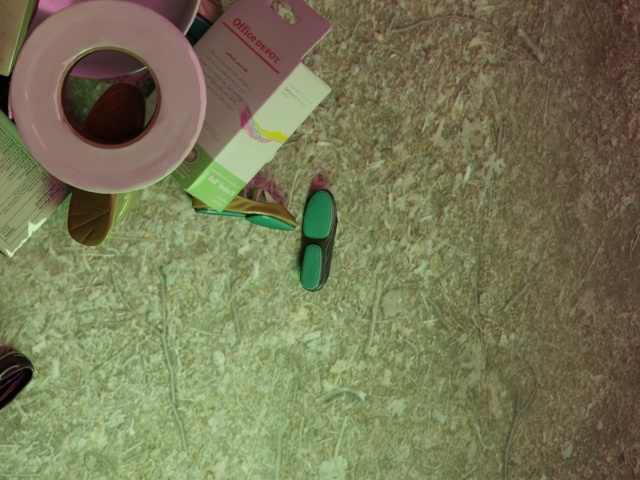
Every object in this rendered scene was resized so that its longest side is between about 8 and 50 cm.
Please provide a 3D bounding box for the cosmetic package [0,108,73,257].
[{"bbox_3d":[-0.546,-0.137,1.791,0.160,0.113,0.309,-49,127,-16],"label":"cosmetic package"}]

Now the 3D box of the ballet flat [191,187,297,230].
[{"bbox_3d":[-0.132,-0.070,2.156,0.232,0.080,0.073,12,81,-41],"label":"ballet flat"}]

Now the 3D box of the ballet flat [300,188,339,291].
[{"bbox_3d":[0.000,0.000,2.287,0.074,0.074,0.203,5,94,-38],"label":"ballet flat"}]

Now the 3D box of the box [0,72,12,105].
[{"bbox_3d":[-0.453,-0.189,1.844,0.029,0.116,0.162,-38,123,-20],"label":"box"}]

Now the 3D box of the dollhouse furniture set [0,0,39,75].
[{"bbox_3d":[-0.571,-0.401,1.561,0.394,0.256,0.362,17,119,-13],"label":"dollhouse furniture set"}]

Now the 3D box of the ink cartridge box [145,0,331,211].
[{"bbox_3d":[-0.131,-0.250,1.945,0.353,0.207,0.119,-47,147,5],"label":"ink cartridge box"}]

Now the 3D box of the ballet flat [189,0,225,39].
[{"bbox_3d":[-0.237,-0.413,1.980,0.248,0.086,0.086,35,81,-40],"label":"ballet flat"}]

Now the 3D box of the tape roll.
[{"bbox_3d":[-0.313,-0.214,1.729,0.286,0.100,0.286,-1,99,-8],"label":"tape roll"}]

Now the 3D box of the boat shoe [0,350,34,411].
[{"bbox_3d":[-0.560,0.264,1.927,0.206,0.065,0.075,-42,125,-20],"label":"boat shoe"}]

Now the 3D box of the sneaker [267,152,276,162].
[{"bbox_3d":[-0.096,-0.258,2.124,0.095,0.090,0.235,-22,117,-42],"label":"sneaker"}]

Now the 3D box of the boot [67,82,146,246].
[{"bbox_3d":[-0.332,-0.131,1.897,0.095,0.203,0.262,14,99,-1],"label":"boot"}]

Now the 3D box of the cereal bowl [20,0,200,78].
[{"bbox_3d":[-0.349,-0.427,1.798,0.339,0.141,0.339,-2,115,-4],"label":"cereal bowl"}]
